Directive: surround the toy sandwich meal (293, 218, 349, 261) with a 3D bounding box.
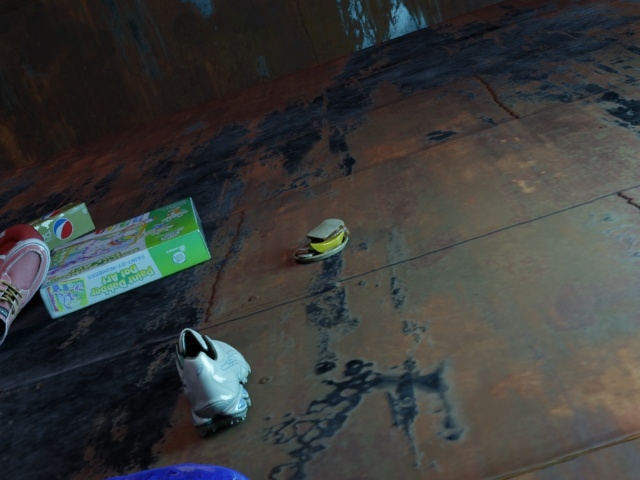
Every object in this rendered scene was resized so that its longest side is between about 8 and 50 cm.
[{"bbox_3d":[0.000,0.000,1.309,0.086,0.029,0.085,-18,17,6],"label":"toy sandwich meal"}]

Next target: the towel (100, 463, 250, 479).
[{"bbox_3d":[-0.172,0.253,0.629,0.228,0.076,0.308,-17,17,12],"label":"towel"}]

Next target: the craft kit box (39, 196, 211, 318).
[{"bbox_3d":[-0.304,0.021,1.546,0.250,0.061,0.246,-21,19,-5],"label":"craft kit box"}]

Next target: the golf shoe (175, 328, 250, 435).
[{"bbox_3d":[-0.111,0.117,0.972,0.069,0.086,0.176,-23,16,-7],"label":"golf shoe"}]

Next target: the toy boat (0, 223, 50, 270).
[{"bbox_3d":[-0.543,0.032,1.566,0.151,0.151,0.231,-30,12,23],"label":"toy boat"}]

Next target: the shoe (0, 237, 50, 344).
[{"bbox_3d":[-0.440,0.083,1.387,0.178,0.063,0.081,-54,21,6],"label":"shoe"}]

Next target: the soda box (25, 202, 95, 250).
[{"bbox_3d":[-0.529,-0.011,1.881,0.181,0.058,0.061,-32,21,-35],"label":"soda box"}]
